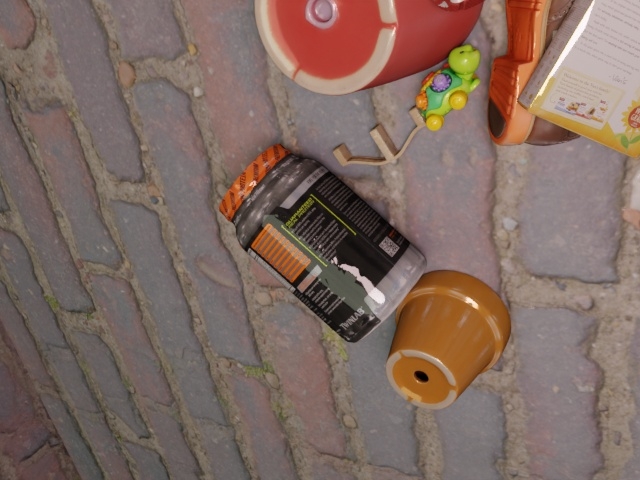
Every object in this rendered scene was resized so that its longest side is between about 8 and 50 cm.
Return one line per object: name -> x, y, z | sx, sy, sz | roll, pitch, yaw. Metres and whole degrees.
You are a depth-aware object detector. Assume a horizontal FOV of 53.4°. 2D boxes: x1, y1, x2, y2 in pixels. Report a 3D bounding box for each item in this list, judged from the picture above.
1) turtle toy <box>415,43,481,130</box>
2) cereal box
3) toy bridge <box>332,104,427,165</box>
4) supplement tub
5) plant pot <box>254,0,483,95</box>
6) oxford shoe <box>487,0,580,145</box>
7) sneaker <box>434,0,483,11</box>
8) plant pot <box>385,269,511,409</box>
turtle toy -> 0.187, -0.226, 0.924 | 0.066, 0.095, 0.130 | 42, 132, -6
cereal box -> 0.370, -0.234, 0.753 | 0.173, 0.047, 0.240 | 19, 116, -15
toy bridge -> 0.108, -0.163, 1.065 | 0.188, 0.026, 0.063 | -22, 109, 40
supplement tub -> 0.000, 0.000, 1.119 | 0.338, 0.207, 0.207 | 42, 132, 2
plant pot -> 0.056, -0.324, 0.846 | 0.275, 0.243, 0.274 | 16, 126, 24
oxford shoe -> 0.312, -0.298, 0.810 | 0.133, 0.130, 0.363 | 2, 119, -6
sneaker -> 0.213, -0.356, 0.693 | 0.221, 0.087, 0.127 | -19, 76, 19
plant pot -> 0.210, 0.186, 1.120 | 0.205, 0.188, 0.205 | 16, 126, 23
